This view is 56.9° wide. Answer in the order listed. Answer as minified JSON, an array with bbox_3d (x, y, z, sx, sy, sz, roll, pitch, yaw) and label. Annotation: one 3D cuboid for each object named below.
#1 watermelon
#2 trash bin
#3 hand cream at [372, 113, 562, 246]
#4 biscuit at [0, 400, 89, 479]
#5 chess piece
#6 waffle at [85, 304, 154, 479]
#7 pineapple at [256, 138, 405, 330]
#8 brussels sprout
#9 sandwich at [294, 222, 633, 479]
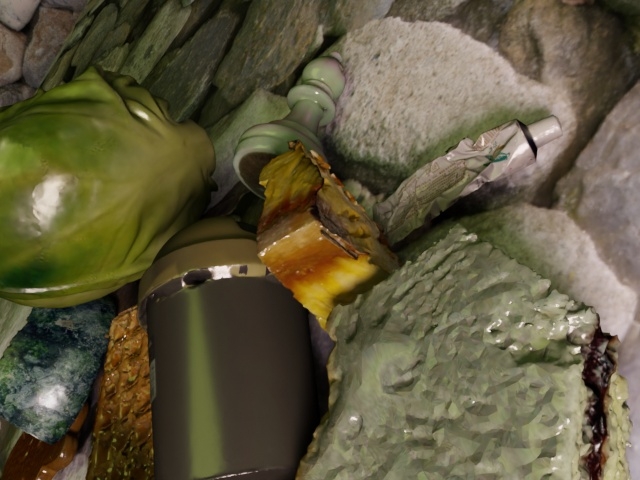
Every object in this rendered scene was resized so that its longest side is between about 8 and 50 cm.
[{"bbox_3d":[-0.492,0.202,1.057,0.226,0.148,0.319,-40,31,33],"label":"watermelon"},{"bbox_3d":[-0.102,0.123,0.687,0.214,0.214,0.334,-33,51,26],"label":"trash bin"},{"bbox_3d":[0.154,-0.066,0.678,0.256,0.050,0.084,-30,50,33],"label":"hand cream"},{"bbox_3d":[-0.488,0.367,1.042,0.236,0.039,0.180,-30,40,29],"label":"biscuit"},{"bbox_3d":[-0.018,-0.191,0.889,0.139,0.139,0.272,-7,49,43],"label":"chess piece"},{"bbox_3d":[-0.228,0.218,0.840,0.212,0.091,0.308,-30,47,29],"label":"waffle"},{"bbox_3d":[0.000,0.000,0.648,0.114,0.186,0.236,-36,86,14],"label":"pineapple"},{"bbox_3d":[-0.408,-0.059,0.951,0.425,0.342,0.361,-29,20,26],"label":"brussels sprout"},{"bbox_3d":[0.114,0.149,0.509,0.262,0.131,0.326,-10,58,43],"label":"sandwich"}]
